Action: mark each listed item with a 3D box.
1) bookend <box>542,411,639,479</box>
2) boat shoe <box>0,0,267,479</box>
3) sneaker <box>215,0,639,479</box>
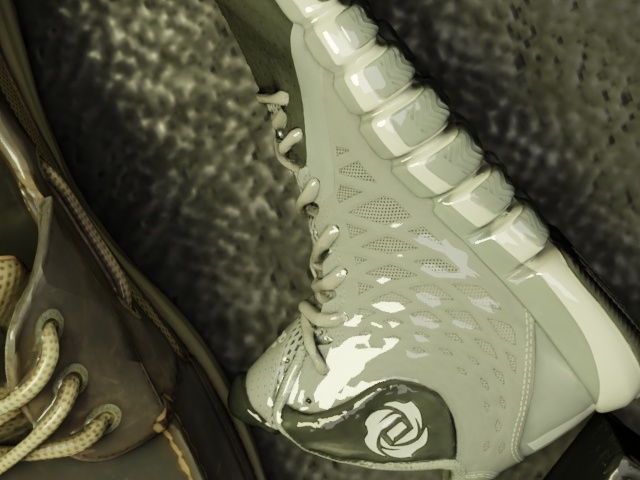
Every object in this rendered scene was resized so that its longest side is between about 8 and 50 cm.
[{"bbox_3d":[0.119,0.173,0.518,0.156,0.072,0.157,37,98,-1],"label":"bookend"},{"bbox_3d":[-0.125,0.032,0.491,0.132,0.130,0.355,-29,93,7],"label":"boat shoe"},{"bbox_3d":[0.000,0.000,0.503,0.132,0.086,0.228,-40,93,10],"label":"sneaker"}]
